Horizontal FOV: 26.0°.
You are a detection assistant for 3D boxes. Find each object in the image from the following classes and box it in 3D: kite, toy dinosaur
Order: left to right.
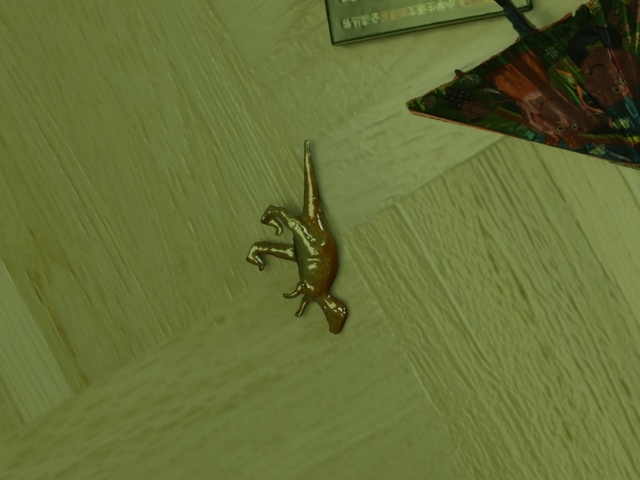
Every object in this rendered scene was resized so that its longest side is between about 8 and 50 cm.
[{"bbox_3d":[0.000,0.000,1.390,0.126,0.039,0.162,30,99,4],"label":"toy dinosaur"},{"bbox_3d":[0.224,-0.142,1.264,0.234,0.016,0.321,43,140,-19],"label":"kite"}]

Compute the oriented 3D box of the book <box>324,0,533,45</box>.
[{"bbox_3d":[0.086,-0.334,1.330,0.202,0.027,0.264,-8,92,19],"label":"book"}]
